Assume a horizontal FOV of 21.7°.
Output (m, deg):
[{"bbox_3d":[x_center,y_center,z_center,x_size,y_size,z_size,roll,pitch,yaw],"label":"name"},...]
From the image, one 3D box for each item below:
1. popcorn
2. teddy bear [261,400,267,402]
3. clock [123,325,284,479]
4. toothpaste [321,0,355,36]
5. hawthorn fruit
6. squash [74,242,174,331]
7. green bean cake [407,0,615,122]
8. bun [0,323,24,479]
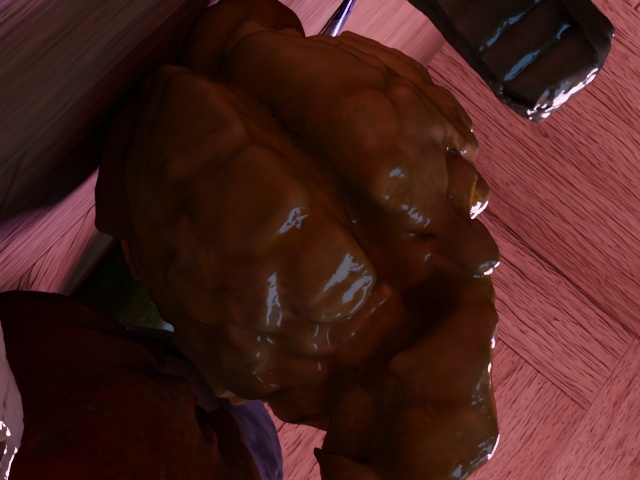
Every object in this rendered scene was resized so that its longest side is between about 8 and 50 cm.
[{"bbox_3d":[0.000,0.000,0.957,0.225,0.332,0.265,-24,147,-1],"label":"popcorn"},{"bbox_3d":[-0.013,0.009,1.413,0.236,0.267,0.151,-20,159,41],"label":"teddy bear"},{"bbox_3d":[-0.177,0.200,1.131,0.325,0.067,0.325,-22,-140,19],"label":"clock"},{"bbox_3d":[0.017,-0.199,1.510,0.083,0.015,0.024,-57,174,26],"label":"toothpaste"},{"bbox_3d":[-0.162,0.157,0.913,0.262,0.258,0.258,-22,165,-27],"label":"hawthorn fruit"},{"bbox_3d":[-0.178,0.092,1.378,0.378,0.101,0.101,-52,178,13],"label":"squash"},{"bbox_3d":[0.166,-0.224,1.551,0.125,0.222,0.227,-40,-178,14],"label":"green bean cake"},{"bbox_3d":[-0.196,0.118,0.582,0.287,0.146,0.287,-51,176,-5],"label":"bun"}]
